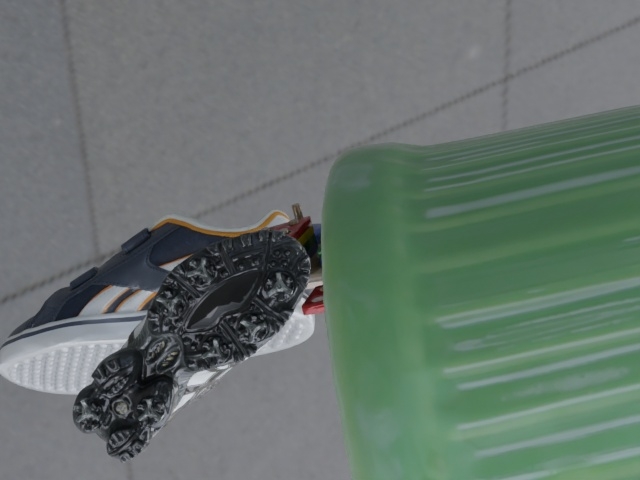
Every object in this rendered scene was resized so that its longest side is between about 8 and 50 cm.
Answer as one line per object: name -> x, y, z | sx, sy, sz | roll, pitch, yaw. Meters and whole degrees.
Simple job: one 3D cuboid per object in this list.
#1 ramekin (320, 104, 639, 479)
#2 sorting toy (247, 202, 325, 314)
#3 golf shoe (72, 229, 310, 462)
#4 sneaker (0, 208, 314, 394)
ramekin -> 0.118, 0.091, 0.569 | 0.148, 0.303, 0.303 | -16, 136, 12
sorting toy -> 0.000, 0.000, 1.193 | 0.274, 0.132, 0.046 | -48, 127, -64
golf shoe -> -0.080, 0.058, 0.962 | 0.198, 0.077, 0.094 | -41, 179, 18
sneaker -> -0.157, 0.059, 1.393 | 0.126, 0.321, 0.127 | 51, 30, -56
